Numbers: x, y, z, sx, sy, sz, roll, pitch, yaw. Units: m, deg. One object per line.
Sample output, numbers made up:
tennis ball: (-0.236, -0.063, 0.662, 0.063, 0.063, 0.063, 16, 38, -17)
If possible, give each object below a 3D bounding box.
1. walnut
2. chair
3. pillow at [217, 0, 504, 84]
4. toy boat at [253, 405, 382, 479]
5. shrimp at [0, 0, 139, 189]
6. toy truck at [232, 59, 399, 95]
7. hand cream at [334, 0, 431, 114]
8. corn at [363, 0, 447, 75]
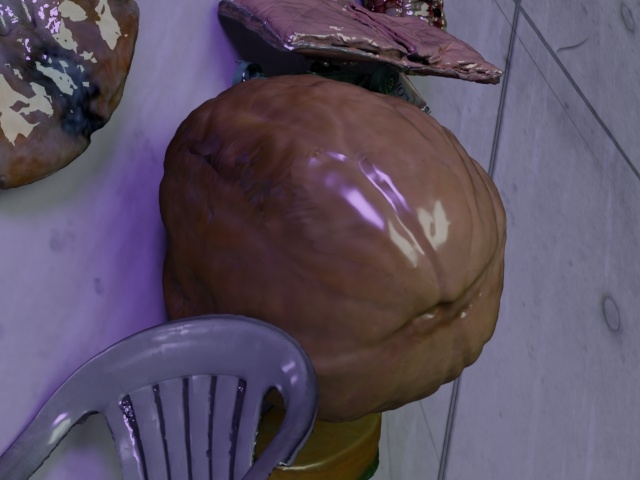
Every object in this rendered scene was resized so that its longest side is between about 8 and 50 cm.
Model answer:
walnut: (0.000, 0.000, 0.677, 0.225, 0.261, 0.224, -14, 114, -33)
chair: (-0.085, 0.194, 0.530, 0.190, 0.203, 0.274, -23, 102, -65)
pillow: (0.038, -0.170, 0.860, 0.233, 0.043, 0.126, 2, 29, -36)
toy boat: (-0.018, 0.167, 0.731, 0.229, 0.089, 0.088, -24, 134, -54)
shrimp: (-0.218, -0.208, 0.626, 0.247, 0.085, 0.360, 6, 74, -44)
toy truck: (-0.006, -0.113, 0.865, 0.154, 0.080, 0.078, -19, 118, -54)
hand cream: (0.027, -0.183, 0.949, 0.067, 0.043, 0.209, -41, 113, -12)
corn: (0.076, -0.279, 1.020, 0.086, 0.086, 0.253, 3, 76, -52)
